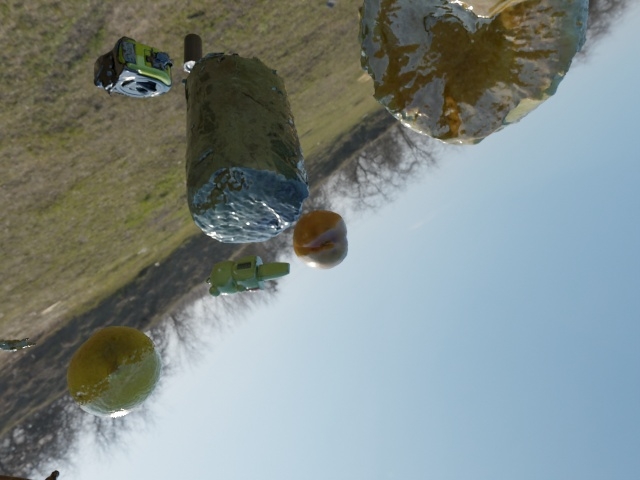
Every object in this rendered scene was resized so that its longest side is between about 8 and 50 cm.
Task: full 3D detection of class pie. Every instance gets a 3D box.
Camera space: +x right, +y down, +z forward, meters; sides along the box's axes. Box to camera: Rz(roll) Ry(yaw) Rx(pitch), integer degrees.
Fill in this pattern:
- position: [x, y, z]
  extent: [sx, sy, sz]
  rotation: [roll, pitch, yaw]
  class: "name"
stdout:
- position: [0.204, -0.293, 0.706]
  extent: [0.339, 0.339, 0.083]
  rotation: [-27, -160, 46]
  class: "pie"

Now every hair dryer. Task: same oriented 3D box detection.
- position: [-0.469, -0.667, 1.847]
  extent: [0.069, 0.129, 0.255]
  rotation: [-4, 166, -2]
  class: "hair dryer"

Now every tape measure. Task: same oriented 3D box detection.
- position: [-0.498, -0.462, 1.316]
  extent: [0.198, 0.112, 0.186]
  rotation: [-8, 178, 41]
  class: "tape measure"

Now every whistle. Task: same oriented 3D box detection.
- position: [-0.236, 0.112, 1.543]
  extent: [0.288, 0.106, 0.131]
  rotation: [-8, -132, 8]
  class: "whistle"

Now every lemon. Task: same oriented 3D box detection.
- position: [-0.526, 0.336, 1.239]
  extent: [0.253, 0.228, 0.228]
  rotation: [-35, -175, 44]
  class: "lemon"

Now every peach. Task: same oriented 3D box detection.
- position: [0.000, 0.000, 1.078]
  extent: [0.138, 0.138, 0.138]
  rotation: [-34, -173, 5]
  class: "peach"

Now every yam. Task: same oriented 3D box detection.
- position: [-0.126, -0.153, 0.788]
  extent: [0.194, 0.300, 0.195]
  rotation: [-9, 149, -5]
  class: "yam"

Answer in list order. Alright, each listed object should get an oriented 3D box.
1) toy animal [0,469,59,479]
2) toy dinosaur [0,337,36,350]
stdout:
- position: [-0.641, 0.446, 0.890]
  extent: [0.224, 0.229, 0.067]
  rotation: [-6, 116, -68]
  class: "toy animal"
- position: [-0.960, 0.322, 1.454]
  extent: [0.161, 0.039, 0.126]
  rotation: [-3, 169, -23]
  class: "toy dinosaur"
